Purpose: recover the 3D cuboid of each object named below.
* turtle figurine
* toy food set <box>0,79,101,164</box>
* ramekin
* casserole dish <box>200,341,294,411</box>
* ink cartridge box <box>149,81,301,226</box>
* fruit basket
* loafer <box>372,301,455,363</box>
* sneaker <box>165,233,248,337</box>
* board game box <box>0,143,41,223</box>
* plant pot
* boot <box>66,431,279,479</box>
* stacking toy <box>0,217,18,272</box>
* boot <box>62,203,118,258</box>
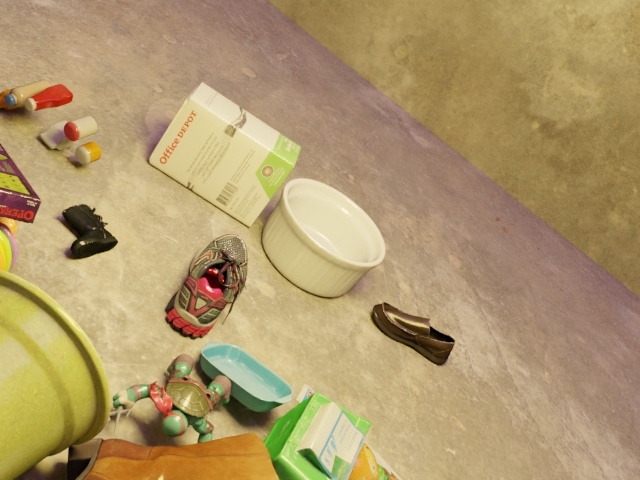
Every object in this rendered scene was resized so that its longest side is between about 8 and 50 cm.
[{"bbox_3d":[-0.217,0.263,1.281,0.175,0.118,0.234,48,18,-6],"label":"turtle figurine"},{"bbox_3d":[-0.545,-0.239,1.640,0.232,0.111,0.104,45,41,9],"label":"toy food set"},{"bbox_3d":[0.000,0.000,1.888,0.277,0.135,0.277,28,30,-18],"label":"ramekin"},{"bbox_3d":[-0.133,0.241,1.441,0.188,0.037,0.114,32,17,26],"label":"casserole dish"},{"bbox_3d":[-0.213,-0.192,1.853,0.273,0.198,0.114,33,28,-10],"label":"ink cartridge box"},{"bbox_3d":[0.056,0.423,1.311,0.353,0.165,0.327,42,28,-1],"label":"fruit basket"},{"bbox_3d":[0.220,0.199,1.911,0.220,0.078,0.080,31,29,-13],"label":"loafer"},{"bbox_3d":[-0.191,0.069,1.591,0.121,0.112,0.299,34,28,-9],"label":"sneaker"},{"bbox_3d":[-0.600,-0.128,1.342,0.208,0.056,0.347,20,10,-37],"label":"board game box"},{"bbox_3d":[-0.439,0.210,0.977,0.276,0.276,0.254,40,39,3],"label":"plant pot"},{"bbox_3d":[-0.189,0.349,1.084,0.281,0.096,0.264,2,14,-16],"label":"boot"},{"bbox_3d":[-0.532,0.021,1.261,0.166,0.175,0.302,34,15,-7],"label":"stacking toy"},{"bbox_3d":[-0.435,-0.020,1.509,0.099,0.045,0.121,47,22,11],"label":"boot"}]
